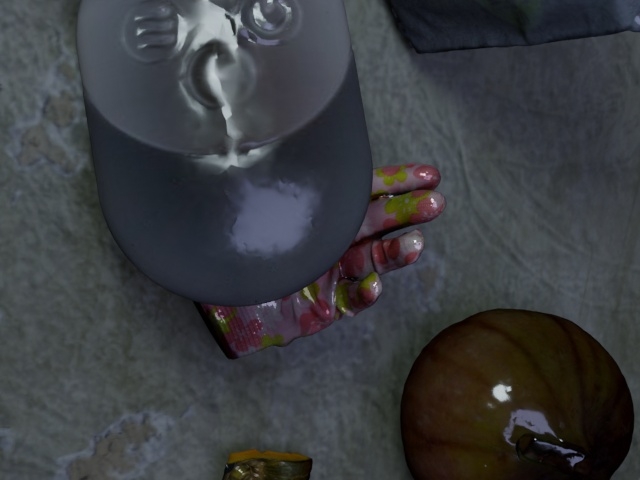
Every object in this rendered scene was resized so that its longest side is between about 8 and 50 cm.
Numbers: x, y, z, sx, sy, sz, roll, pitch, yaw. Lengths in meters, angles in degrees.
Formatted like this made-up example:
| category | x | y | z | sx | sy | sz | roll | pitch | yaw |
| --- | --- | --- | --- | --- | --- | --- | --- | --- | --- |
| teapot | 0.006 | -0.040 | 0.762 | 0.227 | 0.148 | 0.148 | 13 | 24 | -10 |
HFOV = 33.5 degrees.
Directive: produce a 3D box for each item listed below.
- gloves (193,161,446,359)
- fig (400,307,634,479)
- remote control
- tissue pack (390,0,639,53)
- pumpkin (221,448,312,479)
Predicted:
| category | x | y | z | sx | sy | sz | roll | pitch | yaw |
| --- | --- | --- | --- | --- | --- | --- | --- | --- | --- |
| gloves | -0.001 | 0.003 | 0.954 | 0.241 | 0.126 | 0.145 | -30 | 83 | -11 |
| fig | 0.194 | 0.183 | 1.038 | 0.235 | 0.214 | 0.235 | -22 | 120 | -44 |
| remote control | -0.077 | -0.112 | 0.859 | 0.221 | 0.103 | 0.332 | -10 | 85 | -3 |
| tissue pack | 0.104 | -0.345 | 0.827 | 0.124 | 0.288 | 0.394 | -40 | 115 | -22 |
| pumpkin | -0.064 | 0.234 | 1.024 | 0.101 | 0.035 | 0.073 | 6 | 110 | -28 |
